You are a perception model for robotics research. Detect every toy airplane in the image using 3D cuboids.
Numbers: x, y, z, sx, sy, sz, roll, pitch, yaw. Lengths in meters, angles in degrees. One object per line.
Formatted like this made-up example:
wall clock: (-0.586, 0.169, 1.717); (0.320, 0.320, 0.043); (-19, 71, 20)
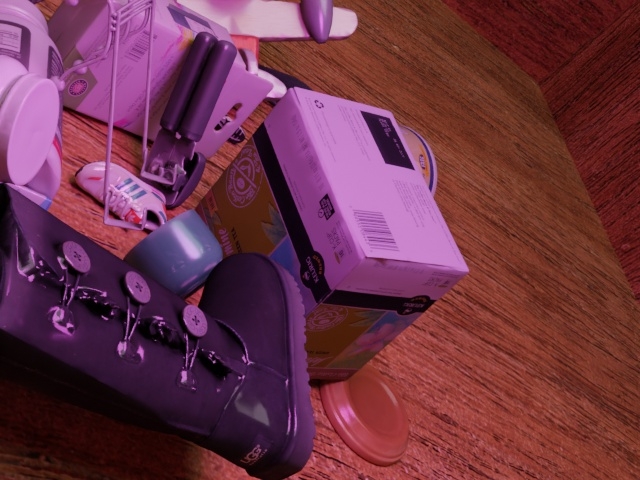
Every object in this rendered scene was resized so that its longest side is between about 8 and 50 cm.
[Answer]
toy airplane: (-0.163, -0.458, 1.938); (0.384, 0.272, 0.386); (37, 49, 9)

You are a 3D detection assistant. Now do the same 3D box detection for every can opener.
can opener: (-0.206, -0.187, 1.580); (0.076, 0.283, 0.095); (27, 7, 21)

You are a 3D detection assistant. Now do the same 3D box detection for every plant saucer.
plant saucer: (0.082, 0.280, 1.659); (0.200, 0.037, 0.200); (37, 30, -26)

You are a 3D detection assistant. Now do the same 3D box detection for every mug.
mug: (-0.201, 0.028, 1.448); (0.097, 0.129, 0.157); (53, 28, 4)

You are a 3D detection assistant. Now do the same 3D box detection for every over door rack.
over door rack: (-0.287, -0.199, 1.376); (0.239, 0.108, 0.324); (-79, 166, -68)

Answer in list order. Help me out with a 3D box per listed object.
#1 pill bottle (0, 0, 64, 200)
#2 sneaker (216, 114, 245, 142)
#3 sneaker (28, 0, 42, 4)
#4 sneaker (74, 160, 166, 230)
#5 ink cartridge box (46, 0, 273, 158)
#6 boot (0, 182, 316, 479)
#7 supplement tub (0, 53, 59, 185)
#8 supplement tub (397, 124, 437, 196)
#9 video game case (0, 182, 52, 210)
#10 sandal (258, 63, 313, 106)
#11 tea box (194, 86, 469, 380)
pill bottle: (-0.433, -0.191, 1.321); (0.176, 0.176, 0.319); (28, 35, -36)
sneaker: (-0.185, -0.229, 1.886); (0.109, 0.040, 0.044); (40, 27, -20)
sneaker: (-0.465, -0.369, 1.551); (0.132, 0.086, 0.229); (-16, 67, -36)
sneaker: (-0.296, -0.061, 1.495); (0.161, 0.057, 0.075); (29, 28, -40)
ink cartridge box: (-0.273, -0.285, 1.640); (0.353, 0.207, 0.119); (20, 33, -45)
boot: (-0.217, 0.067, 1.173); (0.445, 0.146, 0.367); (29, 26, -34)
supplement tub: (-0.405, -0.146, 1.084); (0.199, 0.144, 0.144); (17, 30, 4)
supplement tub: (0.061, -0.134, 1.930); (0.316, 0.228, 0.228); (5, 52, -54)
video game case: (-0.429, -0.033, 1.204); (0.166, 0.119, 0.015); (28, 7, -37)
sandal: (-0.101, -0.327, 2.131); (0.254, 0.054, 0.097); (21, 31, -28)
tea box: (0.000, 0.000, 1.547); (0.220, 0.323, 0.329); (7, 48, -39)
